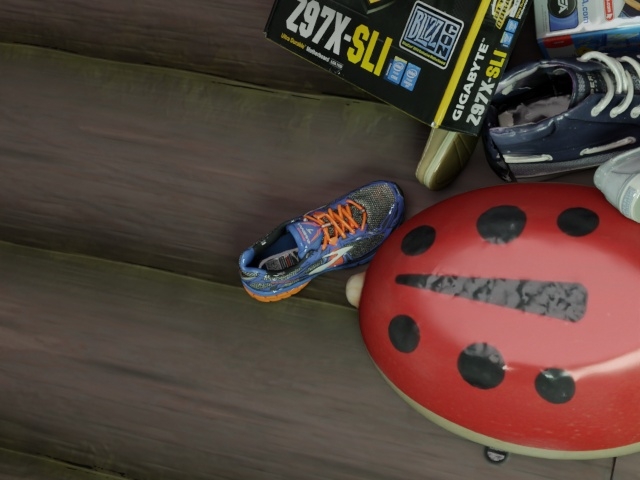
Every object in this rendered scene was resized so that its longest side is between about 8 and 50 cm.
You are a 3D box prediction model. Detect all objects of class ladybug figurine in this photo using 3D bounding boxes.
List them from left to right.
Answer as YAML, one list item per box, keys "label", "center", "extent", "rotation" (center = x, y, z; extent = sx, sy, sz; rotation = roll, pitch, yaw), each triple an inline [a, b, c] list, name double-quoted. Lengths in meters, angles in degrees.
- label: "ladybug figurine"
  center: [0.236, 0.077, 1.690]
  extent: [0.449, 0.162, 0.305]
  rotation: [3, 78, 17]

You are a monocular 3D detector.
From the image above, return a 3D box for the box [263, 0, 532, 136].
- label: "box"
  center: [0.094, -0.290, 1.743]
  extent: [0.322, 0.079, 0.257]
  rotation: [34, 110, 44]

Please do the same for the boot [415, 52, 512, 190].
- label: "boot"
  center: [0.114, -0.173, 1.833]
  extent: [0.165, 0.077, 0.213]
  rotation: [21, 79, 19]

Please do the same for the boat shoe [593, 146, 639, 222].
- label: "boat shoe"
  center: [0.384, -0.084, 1.680]
  extent: [0.081, 0.227, 0.079]
  rotation: [42, 135, 36]

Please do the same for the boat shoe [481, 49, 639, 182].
- label: "boat shoe"
  center: [0.333, -0.155, 1.718]
  extent: [0.340, 0.158, 0.127]
  rotation: [-19, 72, 12]

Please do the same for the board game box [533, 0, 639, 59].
- label: "board game box"
  center: [0.390, -0.375, 1.793]
  extent: [0.301, 0.086, 0.308]
  rotation: [-6, 76, 15]

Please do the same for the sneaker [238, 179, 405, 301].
- label: "sneaker"
  center: [0.000, 0.000, 1.819]
  extent: [0.221, 0.087, 0.083]
  rotation: [-33, 71, 7]
